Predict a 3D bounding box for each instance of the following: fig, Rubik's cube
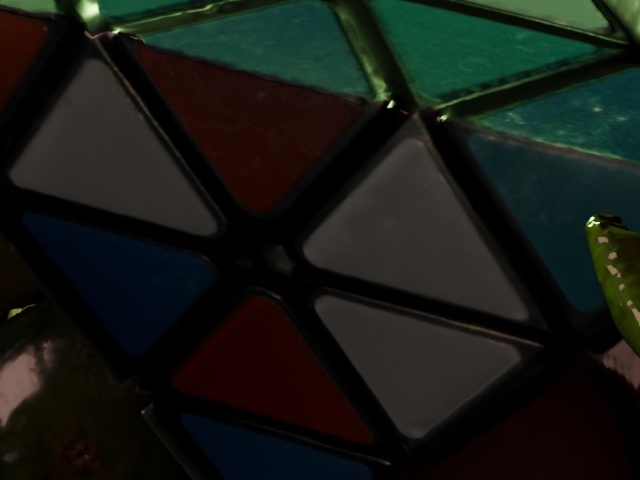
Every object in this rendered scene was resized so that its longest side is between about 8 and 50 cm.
[{"bbox_3d":[-0.104,0.075,0.841,0.177,0.117,0.117,-161,89,-75],"label":"fig"},{"bbox_3d":[0.000,0.000,0.705,0.250,0.284,0.234,-62,-18,-59],"label":"Rubik's cube"}]

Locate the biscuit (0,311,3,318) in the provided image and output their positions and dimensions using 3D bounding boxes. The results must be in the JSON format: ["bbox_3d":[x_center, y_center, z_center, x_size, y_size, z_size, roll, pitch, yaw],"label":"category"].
[{"bbox_3d":[-0.258,0.045,1.270,0.275,0.052,0.355,-50,32,41],"label":"biscuit"}]

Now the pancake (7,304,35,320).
[{"bbox_3d":[-0.131,0.036,1.032,0.190,0.020,0.184,-48,32,43],"label":"pancake"}]

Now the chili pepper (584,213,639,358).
[{"bbox_3d":[0.093,0.079,0.461,0.050,0.052,0.201,-16,51,27],"label":"chili pepper"}]

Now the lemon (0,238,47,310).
[{"bbox_3d":[-0.146,-0.116,0.844,0.297,0.297,0.297,-47,34,45],"label":"lemon"}]
